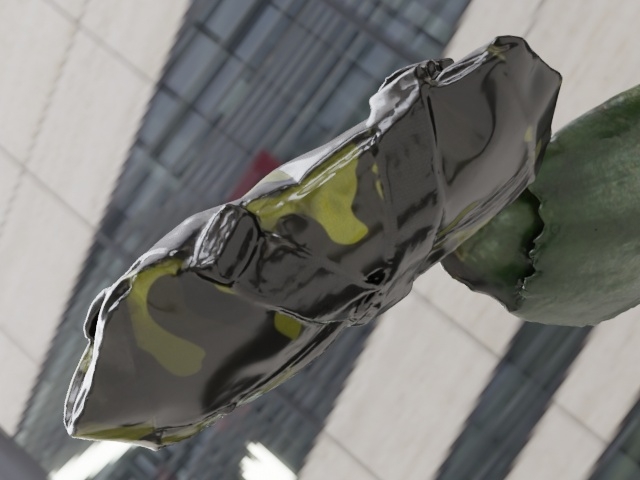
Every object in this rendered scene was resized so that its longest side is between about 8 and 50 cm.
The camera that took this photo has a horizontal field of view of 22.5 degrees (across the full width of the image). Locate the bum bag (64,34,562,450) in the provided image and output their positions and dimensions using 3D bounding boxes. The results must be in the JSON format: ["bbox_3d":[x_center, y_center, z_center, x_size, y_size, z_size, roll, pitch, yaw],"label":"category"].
[{"bbox_3d":[0.000,0.000,0.601,0.232,0.060,0.107,-37,-29,-15],"label":"bum bag"}]

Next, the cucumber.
[{"bbox_3d":[0.199,-0.024,1.012,0.325,0.105,0.145,-15,-29,-53],"label":"cucumber"}]
